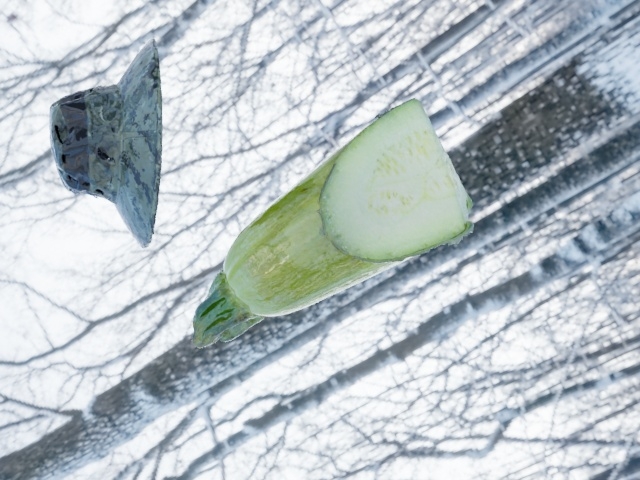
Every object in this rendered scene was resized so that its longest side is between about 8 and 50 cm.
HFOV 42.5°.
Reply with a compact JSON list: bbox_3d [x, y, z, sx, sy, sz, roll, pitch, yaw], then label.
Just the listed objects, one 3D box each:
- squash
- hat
[{"bbox_3d":[0.002,0.000,0.495,0.090,0.200,0.075,58,173,-25],"label":"squash"},{"bbox_3d":[-0.274,-0.122,1.034,0.128,0.265,0.266,-1,-127,-17],"label":"hat"}]
